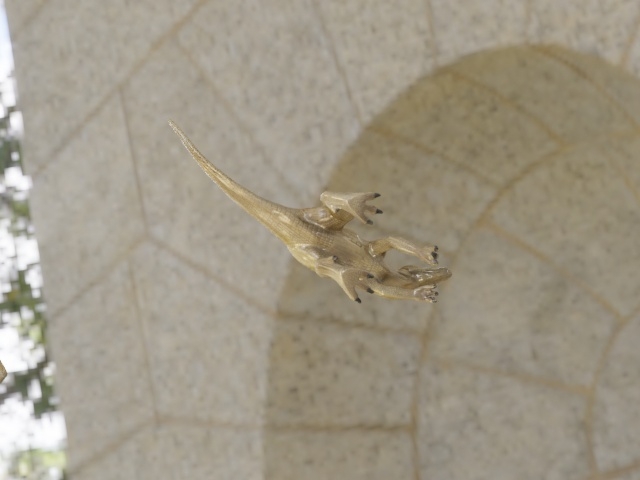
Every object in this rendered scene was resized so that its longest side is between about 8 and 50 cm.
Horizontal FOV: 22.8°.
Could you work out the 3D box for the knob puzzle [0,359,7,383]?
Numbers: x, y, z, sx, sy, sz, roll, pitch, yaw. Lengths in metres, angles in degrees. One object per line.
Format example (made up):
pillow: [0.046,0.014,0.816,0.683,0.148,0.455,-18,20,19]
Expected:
knob puzzle: [-0.210,0.006,0.642,0.030,0.213,0.213,-27,-10,-35]

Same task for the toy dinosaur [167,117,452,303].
toy dinosaur: [0.000,0.000,0.825,0.183,0.053,0.093,29,-11,-25]
